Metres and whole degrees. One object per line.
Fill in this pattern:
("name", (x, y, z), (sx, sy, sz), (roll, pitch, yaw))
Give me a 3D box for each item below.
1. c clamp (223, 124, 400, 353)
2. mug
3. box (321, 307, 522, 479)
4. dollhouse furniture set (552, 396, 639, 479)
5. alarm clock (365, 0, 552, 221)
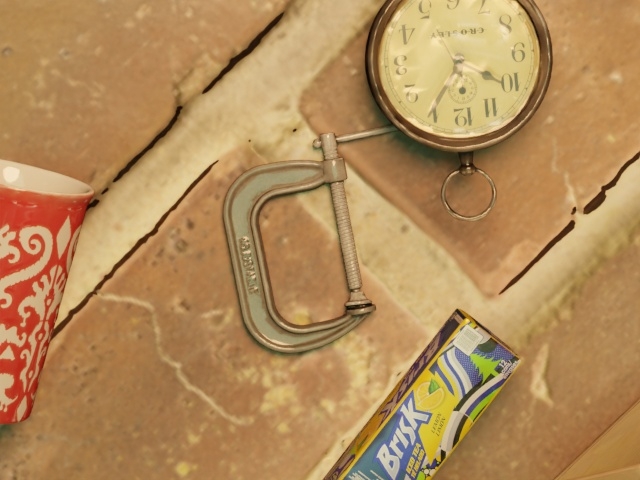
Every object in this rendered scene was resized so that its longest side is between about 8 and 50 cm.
("c clamp", (0.000, 0.000, 1.328), (0.137, 0.022, 0.161), (-5, 94, -2))
("mug", (-0.240, 0.030, 1.296), (0.113, 0.150, 0.169), (6, 101, -39))
("box", (0.071, 0.132, 1.322), (0.054, 0.059, 0.169), (38, 92, -6))
("dollhouse furniture set", (0.295, 0.221, 1.276), (0.161, 0.212, 0.242), (-36, 97, -37))
("alarm clock", (0.098, -0.109, 1.301), (0.129, 0.064, 0.192), (-5, 92, -2))
